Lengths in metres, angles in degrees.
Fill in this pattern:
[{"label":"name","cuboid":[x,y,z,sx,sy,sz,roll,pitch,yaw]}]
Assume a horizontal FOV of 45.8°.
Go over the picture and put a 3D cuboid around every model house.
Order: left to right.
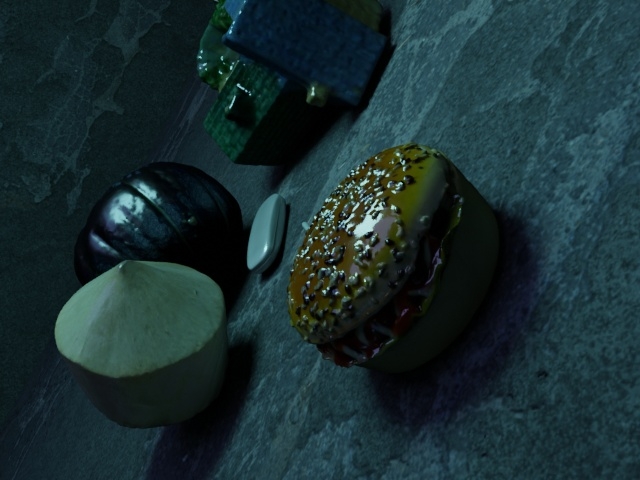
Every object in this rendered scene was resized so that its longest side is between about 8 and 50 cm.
[{"label":"model house","cuboid":[-0.099,-0.370,1.597,0.382,0.335,0.342,-52,20,38]}]

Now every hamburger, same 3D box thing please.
[{"label":"hamburger","cuboid":[0.078,0.016,0.934,0.300,0.176,0.300,-47,24,28]}]

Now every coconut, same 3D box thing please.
[{"label":"coconut","cuboid":[-0.307,0.162,1.322,0.329,0.329,0.328,-45,26,29]}]

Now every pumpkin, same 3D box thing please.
[{"label":"pumpkin","cuboid":[-0.336,0.009,1.595,0.363,0.266,0.363,-48,-9,-11]}]

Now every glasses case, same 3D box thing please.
[{"label":"glasses case","cuboid":[-0.106,-0.016,1.504,0.076,0.049,0.197,-41,28,34]}]

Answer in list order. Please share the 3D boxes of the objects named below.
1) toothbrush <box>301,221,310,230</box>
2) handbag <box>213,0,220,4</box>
[{"label":"toothbrush","cuboid":[0.000,0.000,1.315,0.022,0.017,0.204,-38,24,-2]},{"label":"handbag","cuboid":[-0.110,-0.723,2.142,0.358,0.160,0.236,-37,29,-2]}]
